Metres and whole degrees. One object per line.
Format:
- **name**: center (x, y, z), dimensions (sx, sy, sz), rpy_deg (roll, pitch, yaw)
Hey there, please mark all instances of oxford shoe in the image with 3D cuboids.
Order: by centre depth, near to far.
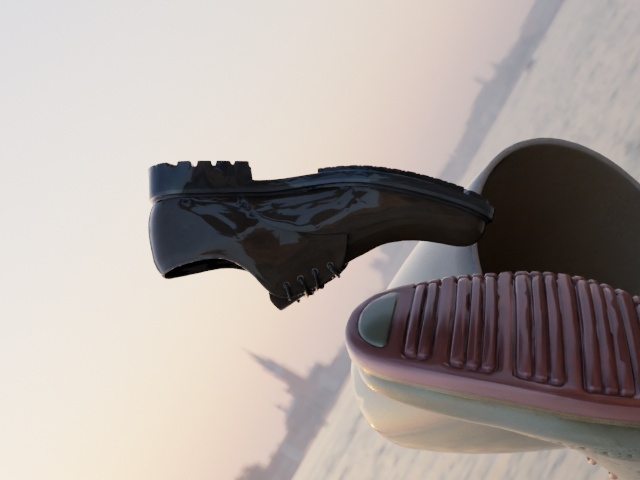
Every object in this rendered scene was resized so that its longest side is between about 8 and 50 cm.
- **oxford shoe**: center (0.207, 0.122, 0.749), dimensions (0.140, 0.397, 0.146), rpy_deg (-66, -16, -56)
- **oxford shoe**: center (0.000, 0.000, 0.749), dimensions (0.083, 0.227, 0.096), rpy_deg (54, -144, -77)

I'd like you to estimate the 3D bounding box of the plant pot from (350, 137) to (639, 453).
- **plant pot**: center (0.151, 0.085, 1.013), dimensions (0.274, 0.256, 0.256), rpy_deg (-38, 14, 48)
